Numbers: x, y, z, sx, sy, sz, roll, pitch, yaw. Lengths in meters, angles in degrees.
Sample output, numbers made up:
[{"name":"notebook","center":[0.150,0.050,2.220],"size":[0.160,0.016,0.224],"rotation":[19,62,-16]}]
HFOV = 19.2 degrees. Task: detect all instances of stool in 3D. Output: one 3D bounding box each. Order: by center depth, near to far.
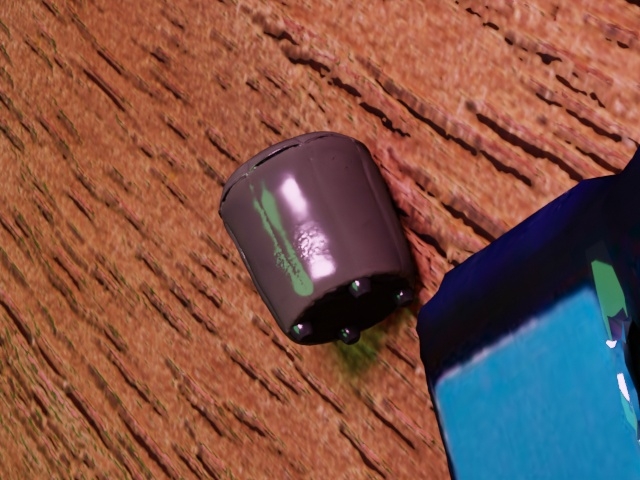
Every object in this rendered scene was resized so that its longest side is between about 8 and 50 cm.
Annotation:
[{"name":"stool","center":[0.000,0.000,1.072],"size":[0.096,0.096,0.110],"rotation":[-52,52,45]}]

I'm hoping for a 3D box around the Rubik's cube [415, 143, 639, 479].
[{"name":"Rubik's cube","center":[0.237,0.088,0.523],"size":[0.283,0.293,0.288],"rotation":[-36,63,50]}]
